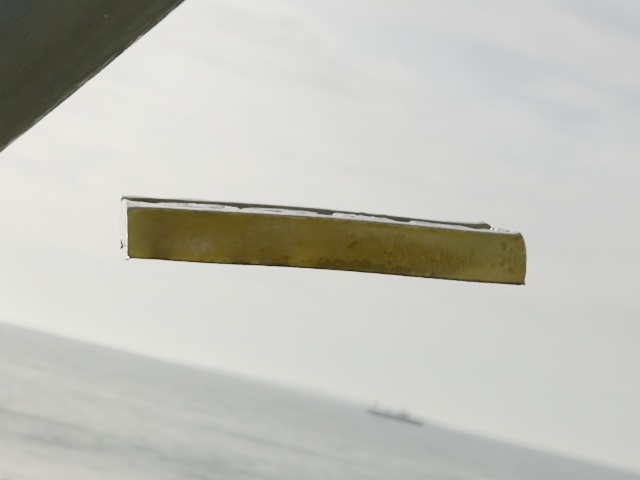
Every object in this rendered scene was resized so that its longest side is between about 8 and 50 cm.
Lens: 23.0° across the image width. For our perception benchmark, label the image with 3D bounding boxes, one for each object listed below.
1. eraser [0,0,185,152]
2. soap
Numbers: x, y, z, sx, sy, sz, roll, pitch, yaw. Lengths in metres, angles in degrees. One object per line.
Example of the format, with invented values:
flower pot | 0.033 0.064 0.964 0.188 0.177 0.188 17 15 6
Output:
eraser | -0.124 -0.135 0.645 0.081 0.174 0.227 12 -35 -44
soap | 0.000 -0.001 0.988 0.252 0.037 0.092 4 6 -11
